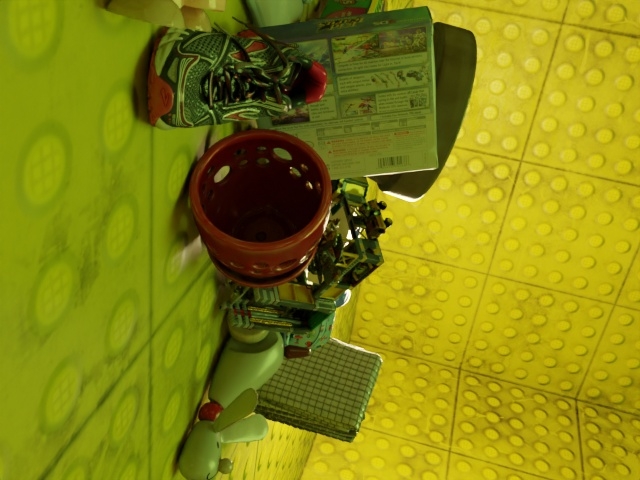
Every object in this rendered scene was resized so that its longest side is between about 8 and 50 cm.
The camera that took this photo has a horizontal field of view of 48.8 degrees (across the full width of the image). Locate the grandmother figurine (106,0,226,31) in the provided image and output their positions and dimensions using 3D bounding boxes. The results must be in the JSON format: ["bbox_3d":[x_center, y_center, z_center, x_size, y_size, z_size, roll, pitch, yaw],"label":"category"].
[{"bbox_3d":[-0.108,-0.367,0.626,0.208,0.104,0.342,-78,-178,-73],"label":"grandmother figurine"}]

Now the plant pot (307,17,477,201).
[{"bbox_3d":[0.083,-0.261,1.263,0.323,0.280,0.323,-164,-90,-82],"label":"plant pot"}]

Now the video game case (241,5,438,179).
[{"bbox_3d":[0.036,-0.209,1.057,0.061,0.270,0.244,-90,172,-50],"label":"video game case"}]

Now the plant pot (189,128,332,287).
[{"bbox_3d":[-0.081,-0.033,1.003,0.174,0.191,0.191,92,14,-62],"label":"plant pot"}]

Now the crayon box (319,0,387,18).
[{"bbox_3d":[0.080,-0.402,1.559,0.363,0.106,0.313,-73,165,-47],"label":"crayon box"}]

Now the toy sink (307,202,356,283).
[{"bbox_3d":[0.000,0.000,1.695,0.234,0.153,0.131,84,21,-63],"label":"toy sink"}]

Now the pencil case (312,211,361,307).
[{"bbox_3d":[0.045,0.047,2.004,0.133,0.119,0.306,-31,139,-43],"label":"pencil case"}]

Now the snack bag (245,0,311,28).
[{"bbox_3d":[-0.042,-0.455,1.107,0.323,0.037,0.342,67,37,-76],"label":"snack bag"}]

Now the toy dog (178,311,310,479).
[{"bbox_3d":[-0.125,0.279,1.288,0.220,0.161,0.333,70,34,-74],"label":"toy dog"}]

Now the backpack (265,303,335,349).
[{"bbox_3d":[-0.062,0.161,1.470,0.117,0.173,0.158,-32,136,-78],"label":"backpack"}]

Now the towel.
[{"bbox_3d":[-0.009,0.353,1.744,0.121,0.284,0.235,96,12,-46],"label":"towel"}]

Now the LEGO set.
[{"bbox_3d":[-0.055,0.013,1.217,0.331,0.192,0.255,-36,-128,43],"label":"LEGO set"}]

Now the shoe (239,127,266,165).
[{"bbox_3d":[-0.087,-0.146,1.213,0.219,0.058,0.076,-9,113,-81],"label":"shoe"}]

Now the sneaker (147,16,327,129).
[{"bbox_3d":[-0.094,-0.196,0.837,0.299,0.112,0.121,-36,143,-56],"label":"sneaker"}]
